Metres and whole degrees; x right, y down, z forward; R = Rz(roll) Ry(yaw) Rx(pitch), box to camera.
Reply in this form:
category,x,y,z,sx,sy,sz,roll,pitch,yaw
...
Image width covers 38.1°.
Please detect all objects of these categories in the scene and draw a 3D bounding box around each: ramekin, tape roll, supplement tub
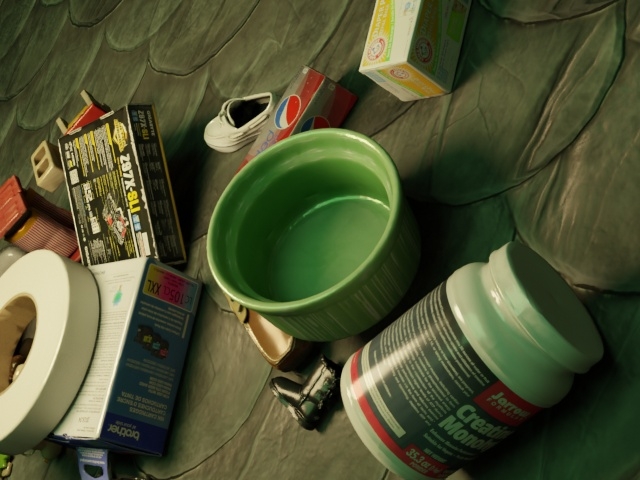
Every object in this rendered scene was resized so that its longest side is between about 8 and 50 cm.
category,x,y,z,sx,sy,sz,roll,pitch,yaw
ramekin,0.000,0.000,1.358,0.303,0.148,0.303,-14,53,20
tape roll,-0.560,0.206,1.744,0.392,0.072,0.392,-24,53,36
supplement tub,0.175,0.148,1.109,0.272,0.191,0.191,-42,44,25

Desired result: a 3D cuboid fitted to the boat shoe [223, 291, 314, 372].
category,x,y,z,sx,sy,sz,roll,pitch,yaw
boat shoe,-0.112,0.078,1.520,0.122,0.120,0.324,-48,41,18

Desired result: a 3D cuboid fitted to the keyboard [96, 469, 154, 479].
category,x,y,z,sx,sy,sz,roll,pitch,yaw
keyboard,-0.349,0.502,1.622,0.317,0.033,0.201,-15,60,41

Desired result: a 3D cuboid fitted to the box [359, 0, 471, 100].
category,x,y,z,sx,sy,sz,roll,pitch,yaw
box,0.153,-0.337,1.461,0.103,0.114,0.203,-1,70,48

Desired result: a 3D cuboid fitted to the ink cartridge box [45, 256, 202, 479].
category,x,y,z,sx,sy,sz,roll,pitch,yaw
ink cartridge box,-0.389,0.246,1.706,0.270,0.151,0.395,-9,61,45

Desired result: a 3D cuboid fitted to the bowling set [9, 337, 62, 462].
category,x,y,z,sx,sy,sz,roll,pitch,yaw
bowling set,-0.560,0.283,1.912,0.287,0.154,0.200,-61,21,1

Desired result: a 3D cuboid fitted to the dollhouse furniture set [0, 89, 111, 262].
category,x,y,z,sx,sy,sz,roll,pitch,yaw
dollhouse furniture set,-0.549,-0.116,2.059,0.374,0.201,0.152,-45,42,12

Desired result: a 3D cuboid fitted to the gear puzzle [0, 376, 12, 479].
category,x,y,z,sx,sy,sz,roll,pitch,yaw
gear puzzle,-0.735,0.456,2.059,0.175,0.044,0.339,-20,56,40

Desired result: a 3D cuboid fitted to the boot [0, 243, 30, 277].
category,x,y,z,sx,sy,sz,roll,pitch,yaw
boot,-0.730,0.192,2.104,0.338,0.118,0.222,-64,21,23

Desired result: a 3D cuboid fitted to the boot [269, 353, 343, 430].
category,x,y,z,sx,sy,sz,roll,pitch,yaw
boot,-0.017,0.216,1.400,0.121,0.045,0.099,43,106,42

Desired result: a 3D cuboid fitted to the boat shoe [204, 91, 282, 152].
category,x,y,z,sx,sy,sz,roll,pitch,yaw
boat shoe,-0.149,-0.236,1.760,0.258,0.084,0.095,-13,61,43

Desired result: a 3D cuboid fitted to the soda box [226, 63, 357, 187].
category,x,y,z,sx,sy,sz,roll,pitch,yaw
soda box,-0.051,-0.167,1.616,0.263,0.083,0.092,-58,39,8

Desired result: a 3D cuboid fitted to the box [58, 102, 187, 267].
category,x,y,z,sx,sy,sz,roll,pitch,yaw
box,-0.402,-0.086,1.861,0.257,0.079,0.322,-15,86,41
